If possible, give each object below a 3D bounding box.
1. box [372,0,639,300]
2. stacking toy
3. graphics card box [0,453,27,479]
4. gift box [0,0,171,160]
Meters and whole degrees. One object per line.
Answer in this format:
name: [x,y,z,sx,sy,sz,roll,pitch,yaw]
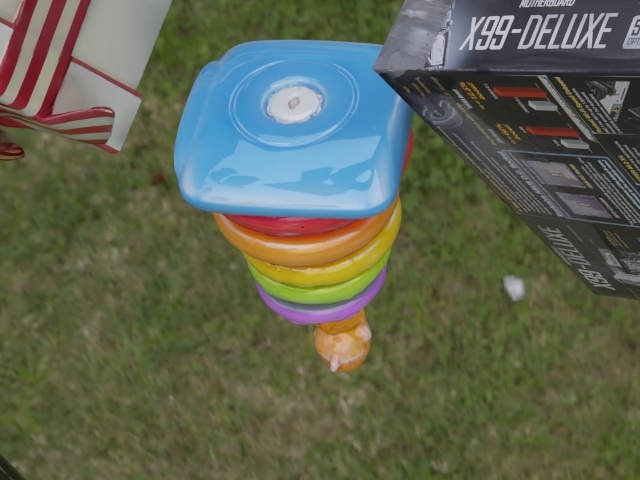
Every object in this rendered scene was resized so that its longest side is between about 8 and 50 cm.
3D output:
box: [0.218,-0.053,1.004,0.242,0.307,0.076,7,65,47]
stacking toy: [0.000,0.000,1.185,0.166,0.302,0.175,3,49,13]
graphics card box: [-0.277,0.136,0.913,0.233,0.371,0.094,27,72,16]
gift box: [-0.240,-0.200,1.032,0.276,0.255,0.258,20,87,41]
